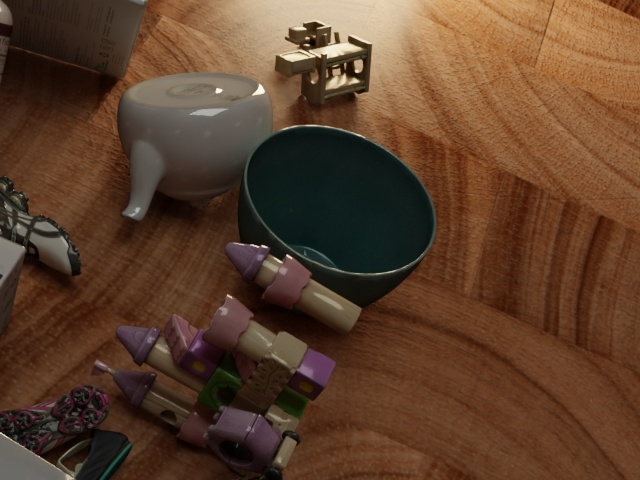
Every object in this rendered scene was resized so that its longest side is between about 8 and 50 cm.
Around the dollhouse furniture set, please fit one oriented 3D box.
[{"bbox_3d":[-0.032,-0.304,2.377,0.182,0.101,0.161,-18,34,-35],"label":"dollhouse furniture set"}]

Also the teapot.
[{"bbox_3d":[-0.185,-0.143,2.076,0.256,0.187,0.252,-6,22,-8],"label":"teapot"}]

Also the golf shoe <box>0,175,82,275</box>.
[{"bbox_3d":[-0.421,-0.001,1.915,0.198,0.077,0.094,38,56,22],"label":"golf shoe"}]

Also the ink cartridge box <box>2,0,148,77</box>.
[{"bbox_3d":[-0.435,-0.371,2.077,0.330,0.324,0.071,16,75,-11],"label":"ink cartridge box"}]

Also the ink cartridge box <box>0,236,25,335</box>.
[{"bbox_3d":[-0.467,0.155,1.672,0.065,0.165,0.332,23,43,-3],"label":"ink cartridge box"}]

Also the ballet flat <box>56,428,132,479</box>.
[{"bbox_3d":[-0.303,0.302,1.677,0.074,0.074,0.203,28,38,2],"label":"ballet flat"}]

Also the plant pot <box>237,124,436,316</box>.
[{"bbox_3d":[0.000,0.000,2.005,0.290,0.195,0.290,13,45,-14],"label":"plant pot"}]

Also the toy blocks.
[{"bbox_3d":[-0.149,0.175,1.712,0.260,0.288,0.309,31,46,-4],"label":"toy blocks"}]

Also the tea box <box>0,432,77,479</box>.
[{"bbox_3d":[-0.381,0.417,1.350,0.220,0.323,0.329,31,45,6],"label":"tea box"}]

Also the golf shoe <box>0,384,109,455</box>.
[{"bbox_3d":[-0.355,0.239,1.720,0.186,0.086,0.067,-16,79,-13],"label":"golf shoe"}]

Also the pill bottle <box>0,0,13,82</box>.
[{"bbox_3d":[-0.538,-0.233,1.814,0.224,0.392,0.224,12,4,-1],"label":"pill bottle"}]
